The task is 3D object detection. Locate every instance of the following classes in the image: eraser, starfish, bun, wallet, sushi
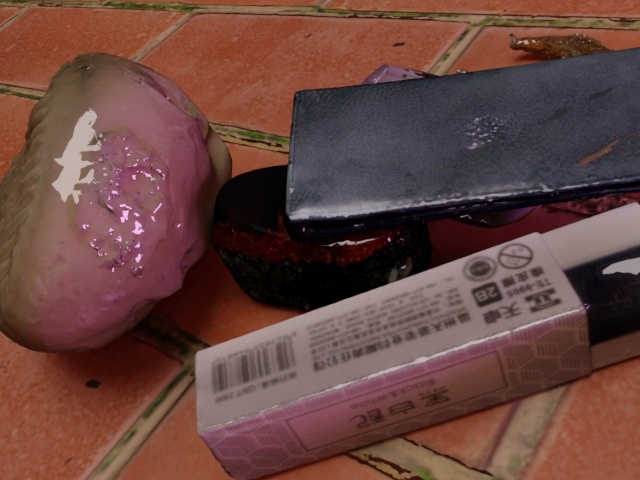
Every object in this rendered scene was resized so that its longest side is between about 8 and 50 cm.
[{"bbox_3d":[0.096,0.090,0.582,0.404,0.096,0.098,-19,40,6],"label":"eraser"},{"bbox_3d":[0.299,-0.170,0.782,0.299,0.060,0.302,-3,46,20],"label":"starfish"},{"bbox_3d":[-0.237,-0.031,0.753,0.326,0.234,0.362,-53,30,19],"label":"bun"},{"bbox_3d":[0.150,-0.097,0.635,0.379,0.046,0.190,-6,49,10],"label":"wallet"},{"bbox_3d":[0.000,0.000,0.706,0.225,0.126,0.136,6,49,23],"label":"sushi"}]

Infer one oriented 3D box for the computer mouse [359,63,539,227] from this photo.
[{"bbox_3d":[0.146,-0.115,0.772,0.310,0.072,0.158,30,79,43],"label":"computer mouse"}]
